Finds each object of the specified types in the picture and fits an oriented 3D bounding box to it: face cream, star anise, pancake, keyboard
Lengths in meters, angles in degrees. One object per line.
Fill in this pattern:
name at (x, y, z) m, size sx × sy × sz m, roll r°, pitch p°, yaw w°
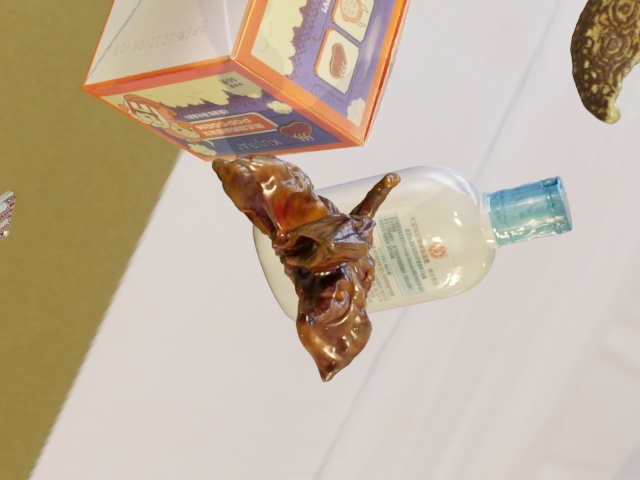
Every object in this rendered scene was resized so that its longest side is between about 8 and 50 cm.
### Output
face cream at (0.102, -0.004, 1.263) m, size 0.080 × 0.337 × 0.163 m, roll -76°, pitch 148°, yaw -57°
star anise at (-0.002, 0.006, 0.932) m, size 0.111 × 0.212 × 0.196 m, roll -23°, pitch 120°, yaw -20°
pancake at (0.332, -0.210, 1.149) m, size 0.020 × 0.190 × 0.184 m, roll 21°, pitch 68°, yaw -44°
keyboard at (-0.336, -0.002, 1.138) m, size 0.166 × 0.017 × 0.055 m, roll -73°, pitch -174°, yaw -72°

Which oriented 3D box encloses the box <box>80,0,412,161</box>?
box at (-0.091, -0.302, 1.588) m, size 0.257 × 0.349 × 0.318 m, roll 28°, pitch 70°, yaw -39°
